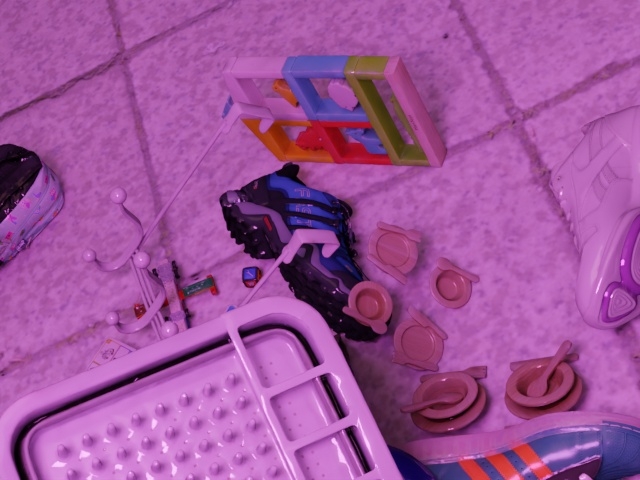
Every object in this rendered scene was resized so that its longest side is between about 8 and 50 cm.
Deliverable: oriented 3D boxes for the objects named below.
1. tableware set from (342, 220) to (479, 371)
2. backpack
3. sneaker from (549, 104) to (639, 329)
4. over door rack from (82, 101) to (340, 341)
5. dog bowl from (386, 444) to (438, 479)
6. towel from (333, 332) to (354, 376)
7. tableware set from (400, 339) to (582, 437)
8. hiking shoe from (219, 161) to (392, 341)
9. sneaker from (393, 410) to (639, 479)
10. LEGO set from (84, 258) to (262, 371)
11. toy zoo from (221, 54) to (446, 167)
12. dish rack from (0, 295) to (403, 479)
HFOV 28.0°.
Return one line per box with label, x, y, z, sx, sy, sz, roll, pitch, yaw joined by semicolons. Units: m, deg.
tableware set;0.103;0.064;1.510;0.169;0.141;0.020;-64;10;-28
backpack;-0.467;-0.051;1.875;0.152;0.115;0.182;34;75;28
sneaker;0.330;-0.025;1.475;0.152;0.114;0.305;-7;48;39
over door rack;-0.158;0.006;1.565;0.324;0.108;0.239;-42;53;22
dog bowl;0.012;0.328;1.299;0.265;0.104;0.265;-14;67;36
towel;-0.111;0.199;1.421;0.324;0.312;0.056;-24;91;4
tableware set;0.188;0.163;1.407;0.194;0.039;0.128;-11;32;19
hiking shoe;0.000;0.000;1.604;0.132;0.113;0.304;-36;54;-17
sneaker;0.203;0.260;1.320;0.302;0.108;0.121;-16;53;24
LEGO set;-0.174;0.126;1.657;0.182;0.060;0.244;22;71;26
toy zoo;-0.001;-0.167;1.672;0.293;0.192;0.030;4;58;30
dish rack;-0.106;0.230;1.183;0.333;0.072;0.285;-21;73;-16
